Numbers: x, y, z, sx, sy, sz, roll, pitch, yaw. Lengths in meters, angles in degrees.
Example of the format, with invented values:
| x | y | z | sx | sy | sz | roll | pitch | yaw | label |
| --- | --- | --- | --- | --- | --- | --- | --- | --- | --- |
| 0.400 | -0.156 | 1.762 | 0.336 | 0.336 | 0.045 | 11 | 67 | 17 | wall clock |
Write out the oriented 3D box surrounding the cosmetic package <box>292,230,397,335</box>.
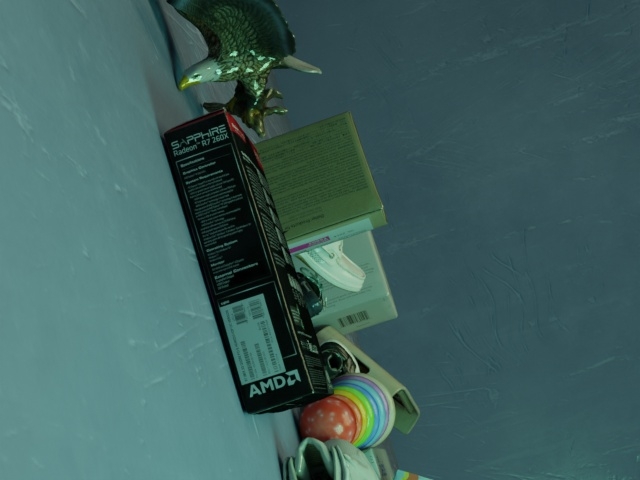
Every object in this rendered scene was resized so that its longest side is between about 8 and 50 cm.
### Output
| x | y | z | sx | sy | sz | roll | pitch | yaw | label |
| --- | --- | --- | --- | --- | --- | --- | --- | --- | --- |
| 0.029 | 0.020 | 2.382 | 0.155 | 0.197 | 0.365 | 63 | 10 | -62 | cosmetic package |

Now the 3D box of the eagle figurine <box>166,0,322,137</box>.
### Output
| x | y | z | sx | sy | sz | roll | pitch | yaw | label |
| --- | --- | --- | --- | --- | --- | --- | --- | --- | --- |
| -0.142 | -0.307 | 1.570 | 0.225 | 0.226 | 0.298 | -69 | 150 | -52 | eagle figurine |

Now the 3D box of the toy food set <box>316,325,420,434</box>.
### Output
| x | y | z | sx | sy | sz | roll | pitch | yaw | label |
| --- | --- | --- | --- | --- | --- | --- | --- | --- | --- |
| 0.099 | 0.326 | 2.330 | 0.219 | 0.092 | 0.306 | 38 | -10 | 25 | toy food set |

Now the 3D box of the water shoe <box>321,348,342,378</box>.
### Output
| x | y | z | sx | sy | sz | roll | pitch | yaw | label |
| --- | --- | --- | --- | --- | --- | --- | --- | --- | --- |
| 0.003 | 0.228 | 1.826 | 0.203 | 0.080 | 0.073 | 19 | 53 | -85 | water shoe |

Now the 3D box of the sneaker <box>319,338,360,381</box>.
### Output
| x | y | z | sx | sy | sz | roll | pitch | yaw | label |
| --- | --- | --- | --- | --- | --- | --- | --- | --- | --- |
| 0.051 | 0.314 | 2.120 | 0.121 | 0.079 | 0.217 | -82 | 154 | -82 | sneaker |

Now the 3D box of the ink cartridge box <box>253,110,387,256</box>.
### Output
| x | y | z | sx | sy | sz | roll | pitch | yaw | label |
| --- | --- | --- | --- | --- | --- | --- | --- | --- | --- |
| -0.026 | -0.085 | 1.746 | 0.088 | 0.234 | 0.193 | 59 | 14 | -70 | ink cartridge box |

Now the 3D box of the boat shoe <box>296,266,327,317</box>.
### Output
| x | y | z | sx | sy | sz | roll | pitch | yaw | label |
| --- | --- | --- | --- | --- | --- | --- | --- | --- | --- |
| -0.032 | 0.101 | 1.946 | 0.254 | 0.079 | 0.095 | -77 | 145 | -85 | boat shoe |

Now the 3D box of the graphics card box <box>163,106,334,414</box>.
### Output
| x | y | z | sx | sy | sz | roll | pitch | yaw | label |
| --- | --- | --- | --- | --- | --- | --- | --- | --- | --- |
| -0.087 | 0.038 | 1.346 | 0.233 | 0.094 | 0.371 | 53 | 18 | -80 | graphics card box |

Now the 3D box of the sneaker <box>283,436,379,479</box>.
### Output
| x | y | z | sx | sy | sz | roll | pitch | yaw | label |
| --- | --- | --- | --- | --- | --- | --- | --- | --- | --- |
| 0.017 | 0.316 | 1.397 | 0.292 | 0.108 | 0.169 | -97 | 171 | -67 | sneaker |

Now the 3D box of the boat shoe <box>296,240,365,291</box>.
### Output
| x | y | z | sx | sy | sz | roll | pitch | yaw | label |
| --- | --- | --- | --- | --- | --- | --- | --- | --- | --- |
| 0.000 | 0.000 | 1.936 | 0.277 | 0.096 | 0.098 | 36 | 11 | -33 | boat shoe |

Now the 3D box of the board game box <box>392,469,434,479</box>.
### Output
| x | y | z | sx | sy | sz | roll | pitch | yaw | label |
| --- | --- | --- | --- | --- | --- | --- | --- | --- | --- |
| 0.178 | 0.531 | 1.712 | 0.275 | 0.142 | 0.144 | 79 | 31 | -43 | board game box |

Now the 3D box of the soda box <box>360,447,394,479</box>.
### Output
| x | y | z | sx | sy | sz | roll | pitch | yaw | label |
| --- | --- | --- | --- | --- | --- | --- | --- | --- | --- |
| 0.077 | 0.428 | 1.842 | 0.286 | 0.091 | 0.098 | 56 | 16 | -75 | soda box |

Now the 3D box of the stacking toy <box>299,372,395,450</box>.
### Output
| x | y | z | sx | sy | sz | roll | pitch | yaw | label |
| --- | --- | --- | --- | --- | --- | --- | --- | --- | --- |
| 0.032 | 0.298 | 1.711 | 0.330 | 0.141 | 0.141 | 16 | 55 | -77 | stacking toy |
